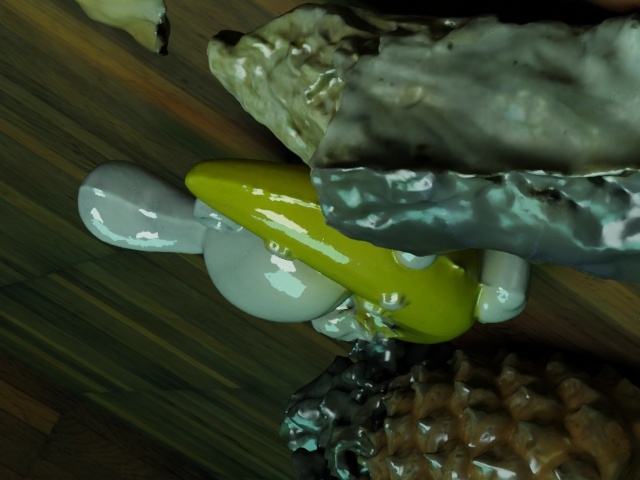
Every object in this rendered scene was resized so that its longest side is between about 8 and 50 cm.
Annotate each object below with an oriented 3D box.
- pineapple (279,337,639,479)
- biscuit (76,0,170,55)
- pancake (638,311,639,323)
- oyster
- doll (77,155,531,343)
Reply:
[{"bbox_3d":[0.096,0.156,1.227,0.357,0.223,0.223,24,166,46],"label":"pineapple"},{"bbox_3d":[-0.102,-0.165,0.800,0.118,0.061,0.183,31,161,-3],"label":"biscuit"},{"bbox_3d":[0.286,0.087,0.989,0.212,0.029,0.235,20,160,29],"label":"pancake"},{"bbox_3d":[0.098,-0.042,0.753,0.341,0.110,0.166,10,166,12],"label":"oyster"},{"bbox_3d":[0.000,0.000,1.051,0.237,0.111,0.252,20,169,-32],"label":"doll"}]
